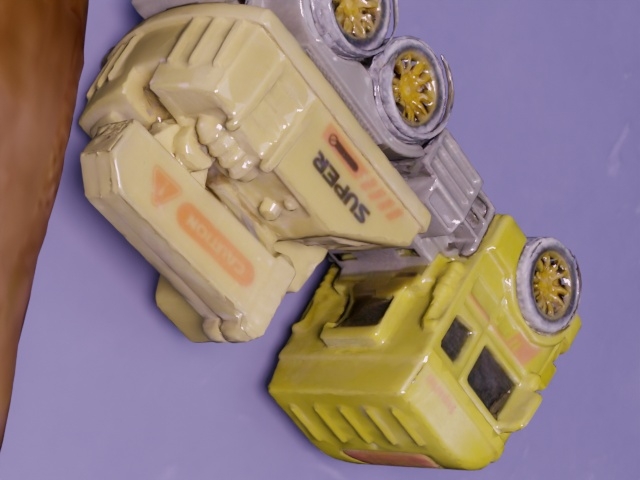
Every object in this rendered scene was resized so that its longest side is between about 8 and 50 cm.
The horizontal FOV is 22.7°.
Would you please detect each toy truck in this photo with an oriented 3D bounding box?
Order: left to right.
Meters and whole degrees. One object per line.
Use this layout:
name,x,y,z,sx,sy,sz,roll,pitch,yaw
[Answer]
toy truck,0.000,0.000,0.732,0.272,0.124,0.157,52,54,-31

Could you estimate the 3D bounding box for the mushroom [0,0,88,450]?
mushroom,-0.220,-0.097,0.354,0.397,0.224,0.313,49,53,-60
